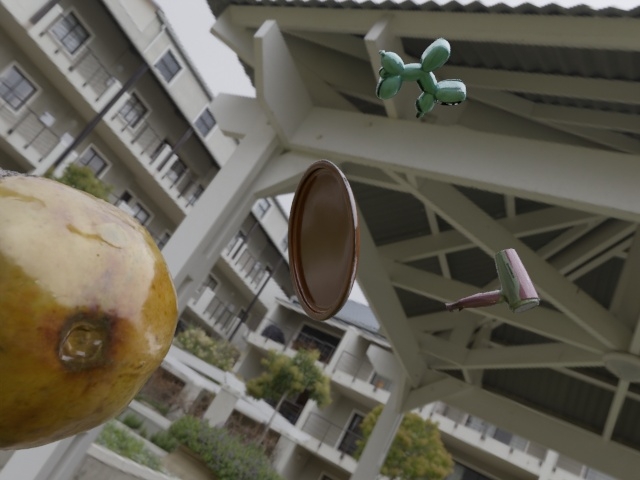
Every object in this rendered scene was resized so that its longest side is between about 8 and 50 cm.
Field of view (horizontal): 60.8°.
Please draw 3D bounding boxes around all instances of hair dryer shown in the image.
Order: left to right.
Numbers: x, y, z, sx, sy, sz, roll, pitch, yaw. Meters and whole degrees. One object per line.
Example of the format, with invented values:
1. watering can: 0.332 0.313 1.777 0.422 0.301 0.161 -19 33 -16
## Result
1. hair dryer: 0.291 0.091 0.960 0.154 0.106 0.054 -28 -28 20

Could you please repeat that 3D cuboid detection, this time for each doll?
1. doll: 0.181 -0.307 1.032 0.159 0.059 0.159 -24 -57 27

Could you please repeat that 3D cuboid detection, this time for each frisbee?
1. frisbee: 0.000 0.000 0.849 0.021 0.250 0.251 -1 -10 -24

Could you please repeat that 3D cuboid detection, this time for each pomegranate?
1. pomegranate: -0.262 0.060 0.466 0.260 0.260 0.260 26 -22 11
